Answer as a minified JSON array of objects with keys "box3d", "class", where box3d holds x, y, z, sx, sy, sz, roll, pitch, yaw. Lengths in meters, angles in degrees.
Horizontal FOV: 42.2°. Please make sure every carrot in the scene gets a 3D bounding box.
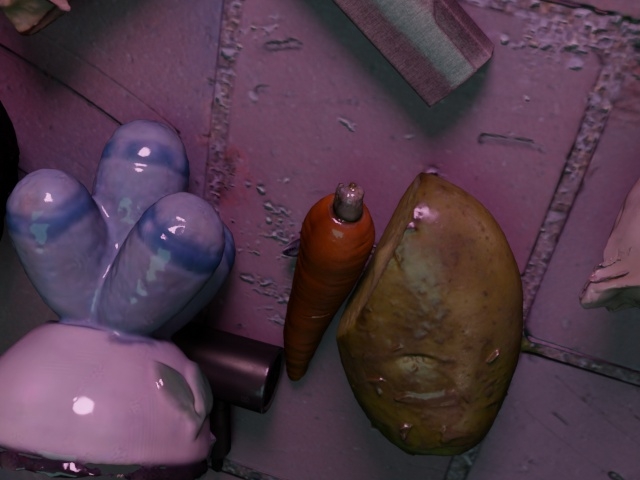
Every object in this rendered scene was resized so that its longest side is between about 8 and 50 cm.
[{"box3d":[-0.004,0.053,0.832,0.069,0.069,0.336,23,142,3],"class":"carrot"}]

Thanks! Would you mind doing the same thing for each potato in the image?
[{"box3d":[0.102,0.074,0.788,0.176,0.141,0.298,0,115,3],"class":"potato"}]

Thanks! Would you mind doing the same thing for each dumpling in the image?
[{"box3d":[0.299,-0.005,0.684,0.199,0.136,0.118,-39,69,13],"class":"dumpling"}]

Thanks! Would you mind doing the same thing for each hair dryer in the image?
[{"box3d":[-0.150,0.197,0.993,0.195,0.078,0.248,15,130,11],"class":"hair dryer"}]

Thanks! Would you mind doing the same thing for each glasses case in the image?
[{"box3d":[0.049,-0.207,0.677,0.070,0.047,0.205,-37,104,32],"class":"glasses case"}]

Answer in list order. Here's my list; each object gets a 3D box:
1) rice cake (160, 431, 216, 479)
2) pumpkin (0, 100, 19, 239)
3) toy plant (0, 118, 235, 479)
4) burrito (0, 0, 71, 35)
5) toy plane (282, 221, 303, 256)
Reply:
[{"box3d":[-0.180,0.235,0.985,0.124,0.038,0.211,37,151,4],"class":"rice cake"},{"box3d":[-0.507,-0.074,0.761,0.454,0.344,0.455,9,122,15],"class":"pumpkin"},{"box3d":[-0.193,0.047,0.796,0.247,0.247,0.333,8,84,13],"class":"toy plant"},{"box3d":[-0.176,-0.314,0.649,0.347,0.107,0.175,-34,114,31],"class":"burrito"},{"box3d":[0.000,0.000,0.834,0.083,0.031,0.079,-15,116,25],"class":"toy plane"}]
